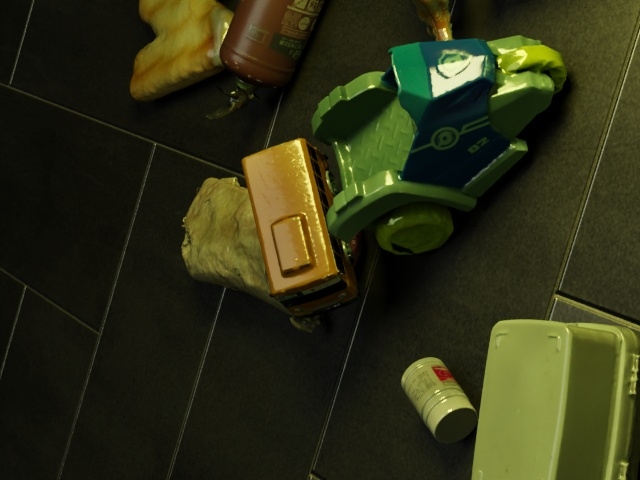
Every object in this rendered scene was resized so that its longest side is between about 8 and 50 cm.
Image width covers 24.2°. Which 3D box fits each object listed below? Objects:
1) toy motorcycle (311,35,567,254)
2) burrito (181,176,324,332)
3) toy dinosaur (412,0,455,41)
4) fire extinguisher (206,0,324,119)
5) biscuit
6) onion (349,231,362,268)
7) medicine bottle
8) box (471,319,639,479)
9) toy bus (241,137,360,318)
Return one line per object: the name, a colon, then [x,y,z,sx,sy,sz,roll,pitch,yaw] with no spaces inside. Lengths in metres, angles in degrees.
toy motorcycle: [0.122,-0.141,1.743,0.326,0.200,0.191,-41,48,42]
burrito: [-0.095,0.001,2.084,0.347,0.107,0.175,22,110,57]
toy dinosaur: [0.091,-0.389,1.851,0.092,0.393,0.205,-22,22,15]
fire extinguisher: [-0.065,-0.327,2.122,0.114,0.135,0.337,31,108,25]
biscuit: [-0.213,-0.356,2.396,0.290,0.062,0.237,-16,67,51]
onion: [0.000,0.000,1.944,0.115,0.104,0.115,22,117,52]
medicine bottle: [0.137,0.185,1.728,0.058,0.058,0.091,-59,39,23]
box: [0.245,0.183,1.518,0.148,0.129,0.210,-2,76,53]
toy bus: [-0.024,-0.015,1.848,0.098,0.114,0.201,-18,70,15]
